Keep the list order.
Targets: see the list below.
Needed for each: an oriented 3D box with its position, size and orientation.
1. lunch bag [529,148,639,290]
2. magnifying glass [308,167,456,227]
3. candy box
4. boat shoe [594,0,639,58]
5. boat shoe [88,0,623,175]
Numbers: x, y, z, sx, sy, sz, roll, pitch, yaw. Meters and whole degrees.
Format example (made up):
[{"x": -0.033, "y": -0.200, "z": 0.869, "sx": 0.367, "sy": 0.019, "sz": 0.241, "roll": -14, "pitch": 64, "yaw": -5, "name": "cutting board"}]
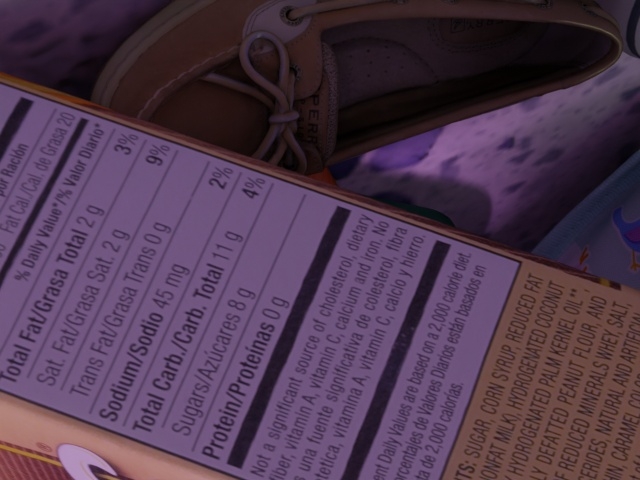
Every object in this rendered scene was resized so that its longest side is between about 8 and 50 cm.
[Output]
[{"x": 0.219, "y": 0.006, "z": 0.723, "sx": 0.223, "sy": 0.160, "sz": 0.262, "roll": 2, "pitch": 134, "yaw": -49, "name": "lunch bag"}, {"x": 0.000, "y": 0.000, "z": 0.640, "sx": 0.092, "sy": 0.026, "sz": 0.231, "roll": -29, "pitch": 158, "yaw": 2, "name": "magnifying glass"}, {"x": 0.025, "y": 0.073, "z": 0.491, "sx": 0.183, "sy": 0.316, "sz": 0.087, "roll": 93, "pitch": 17, "yaw": -62, "name": "candy box"}, {"x": 0.191, "y": -0.122, "z": 0.522, "sx": 0.258, "sy": 0.084, "sz": 0.095, "roll": -40, "pitch": 154, "yaw": 23, "name": "boat shoe"}, {"x": 0.011, "y": -0.046, "z": 0.505, "sx": 0.153, "sy": 0.048, "sz": 0.056, "roll": -16, "pitch": 129, "yaw": -29, "name": "boat shoe"}]
